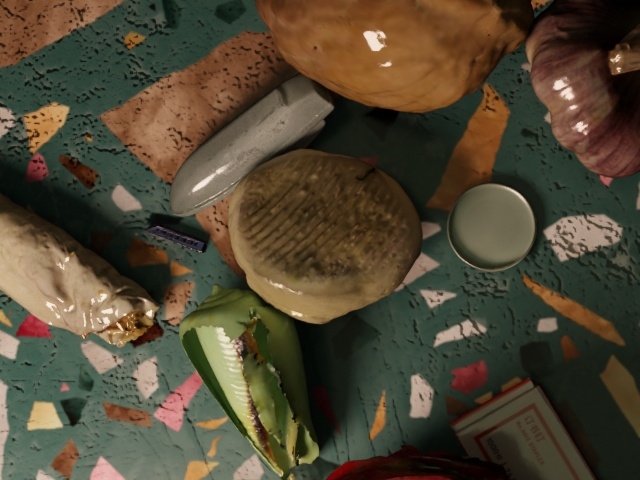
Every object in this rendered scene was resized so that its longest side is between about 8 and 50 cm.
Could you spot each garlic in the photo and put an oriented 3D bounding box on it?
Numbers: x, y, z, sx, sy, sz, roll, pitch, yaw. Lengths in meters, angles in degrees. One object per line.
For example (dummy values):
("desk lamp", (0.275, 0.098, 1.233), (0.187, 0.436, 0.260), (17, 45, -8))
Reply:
("garlic", (0.350, -0.198, 1.500), (0.245, 0.160, 0.245), (9, 67, -23))

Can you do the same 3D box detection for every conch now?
("conch", (-0.073, 0.168, 1.605), (0.143, 0.137, 0.250), (-31, 78, 33))

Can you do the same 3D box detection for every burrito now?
("burrito", (-0.383, 0.020, 1.711), (0.392, 0.076, 0.117), (32, 101, 13))

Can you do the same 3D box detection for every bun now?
("bun", (0.000, 0.000, 1.602), (0.237, 0.116, 0.210), (22, 64, 15))

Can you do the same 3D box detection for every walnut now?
("walnut", (0.092, -0.298, 1.501), (0.306, 0.306, 0.344), (-59, 38, 5))

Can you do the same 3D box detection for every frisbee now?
("frisbee", (0.209, -0.017, 1.622), (0.110, 0.014, 0.110), (0, 89, 12))

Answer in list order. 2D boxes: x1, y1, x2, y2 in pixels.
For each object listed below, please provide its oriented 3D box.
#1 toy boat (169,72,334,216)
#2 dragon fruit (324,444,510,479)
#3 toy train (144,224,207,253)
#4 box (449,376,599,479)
("toy boat", (-0.089, -0.110, 1.655), (0.260, 0.085, 0.078), (-36, 49, 18))
("dragon fruit", (0.092, 0.413, 1.514), (0.371, 0.249, 0.386), (-29, 101, -2))
("toy train", (-0.186, -0.004, 1.699), (0.083, 0.017, 0.017), (20, 90, 11))
("box", (0.263, 0.287, 1.584), (0.123, 0.050, 0.229), (-31, 83, 9))
